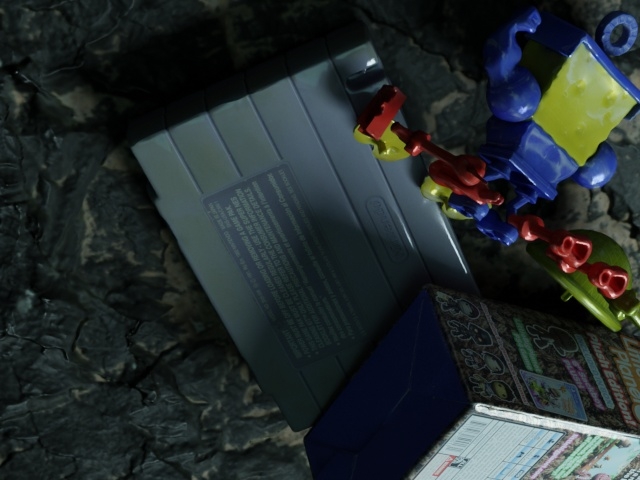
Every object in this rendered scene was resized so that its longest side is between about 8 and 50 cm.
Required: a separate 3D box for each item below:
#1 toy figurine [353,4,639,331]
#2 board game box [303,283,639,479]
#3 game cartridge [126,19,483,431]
[{"bbox_3d":[0.225,-0.079,1.145,0.362,0.191,0.217,36,86,-36],"label":"toy figurine"},{"bbox_3d":[0.173,0.191,1.283,0.291,0.141,0.232,15,128,-30],"label":"board game box"},{"bbox_3d":[0.000,0.000,1.238,0.230,0.068,0.355,-20,123,9],"label":"game cartridge"}]
